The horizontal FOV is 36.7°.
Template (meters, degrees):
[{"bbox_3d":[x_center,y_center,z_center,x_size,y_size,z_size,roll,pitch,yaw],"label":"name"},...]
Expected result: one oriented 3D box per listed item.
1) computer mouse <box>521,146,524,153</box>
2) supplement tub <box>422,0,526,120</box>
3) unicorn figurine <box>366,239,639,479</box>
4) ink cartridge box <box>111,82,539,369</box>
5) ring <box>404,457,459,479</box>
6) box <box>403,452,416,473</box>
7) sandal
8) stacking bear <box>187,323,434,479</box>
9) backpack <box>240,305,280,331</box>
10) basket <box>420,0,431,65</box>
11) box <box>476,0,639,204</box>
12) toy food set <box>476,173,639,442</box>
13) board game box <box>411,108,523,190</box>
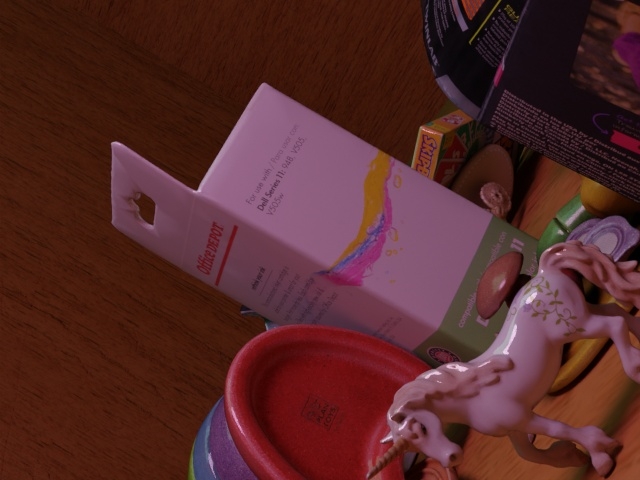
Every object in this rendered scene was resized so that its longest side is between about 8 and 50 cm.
[{"bbox_3d":[0.251,-0.158,1.310,0.262,0.060,0.184,-61,0,-2],"label":"computer mouse"},{"bbox_3d":[0.211,-0.220,0.767,0.207,0.207,0.338,-60,1,-10],"label":"supplement tub"},{"bbox_3d":[0.104,0.072,0.485,0.162,0.111,0.060,-61,1,-12],"label":"unicorn figurine"},{"bbox_3d":[0.000,0.000,0.833,0.119,0.353,0.207,-61,1,-22],"label":"ink cartridge box"},{"bbox_3d":[0.015,0.305,0.665,0.337,0.032,0.336,-61,1,3],"label":"ring"},{"bbox_3d":[0.014,0.204,1.040,0.148,0.121,0.311,-61,1,-31],"label":"box"},{"bbox_3d":[0.161,0.016,1.008,0.079,0.088,0.240,24,84,57],"label":"sandal"},{"bbox_3d":[-0.037,0.217,0.812,0.175,0.164,0.289,-60,-4,-47],"label":"stacking bear"},{"bbox_3d":[0.038,0.049,1.177,0.253,0.225,0.191,-20,-74,-72],"label":"backpack"},{"bbox_3d":[0.188,-0.274,1.088,0.154,0.204,0.227,-49,-13,-13],"label":"basket"},{"bbox_3d":[0.183,-0.130,0.433,0.165,0.143,0.270,-61,-6,-11],"label":"box"},{"bbox_3d":[0.152,0.024,0.626,0.218,0.071,0.128,-60,1,22],"label":"toy food set"},{"bbox_3d":[0.175,-0.097,1.091,0.259,0.039,0.124,-31,-42,-51],"label":"board game box"}]
